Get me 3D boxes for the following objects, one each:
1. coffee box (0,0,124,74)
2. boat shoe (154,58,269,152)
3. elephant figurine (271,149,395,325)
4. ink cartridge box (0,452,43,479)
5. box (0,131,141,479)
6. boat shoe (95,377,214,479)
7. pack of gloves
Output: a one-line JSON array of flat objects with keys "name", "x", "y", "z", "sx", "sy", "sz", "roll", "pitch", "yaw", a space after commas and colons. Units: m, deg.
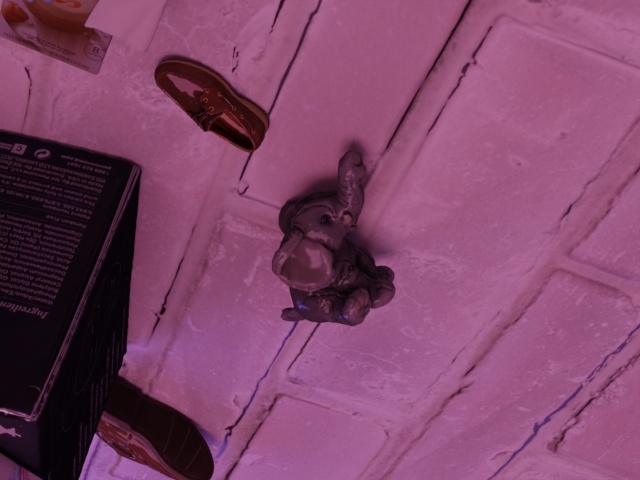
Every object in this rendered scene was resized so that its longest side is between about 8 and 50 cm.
[{"name": "coffee box", "x": -0.292, "y": -0.339, "z": 1.262, "sx": 0.141, "sy": 0.098, "sz": 0.246, "roll": 20, "pitch": 135, "yaw": -14}, {"name": "boat shoe", "x": -0.148, "y": -0.182, "z": 1.424, "sx": 0.178, "sy": 0.060, "sz": 0.064, "roll": 32, "pitch": 132, "yaw": -21}, {"name": "elephant figurine", "x": 0.000, "y": 0.000, "z": 1.543, "sx": 0.169, "sy": 0.186, "sz": 0.239, "roll": 23, "pitch": 147, "yaw": 57}, {"name": "ink cartridge box", "x": -0.438, "y": 0.365, "z": 1.316, "sx": 0.201, "sy": 0.117, "sz": 0.278, "roll": -25, "pitch": 127, "yaw": 30}, {"name": "box", "x": -0.477, "y": 0.174, "z": 1.553, "sx": 0.297, "sy": 0.471, "sz": 0.480, "roll": 12, "pitch": 135, "yaw": -3}, {"name": "boat shoe", "x": -0.339, "y": 0.367, "z": 1.996, "sx": 0.307, "sy": 0.110, "sz": 0.104, "roll": 44, "pitch": 131, "yaw": -18}, {"name": "pack of gloves", "x": -0.252, "y": -0.319, "z": 1.168, "sx": 0.195, "sy": 0.046, "sz": 0.232, "roll": 21, "pitch": 137, "yaw": -16}]
